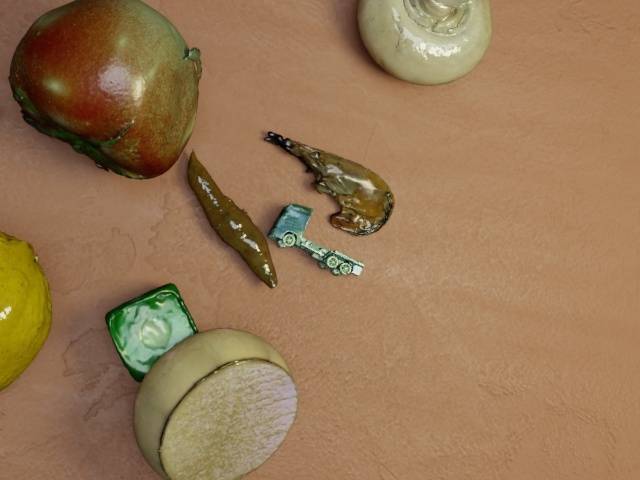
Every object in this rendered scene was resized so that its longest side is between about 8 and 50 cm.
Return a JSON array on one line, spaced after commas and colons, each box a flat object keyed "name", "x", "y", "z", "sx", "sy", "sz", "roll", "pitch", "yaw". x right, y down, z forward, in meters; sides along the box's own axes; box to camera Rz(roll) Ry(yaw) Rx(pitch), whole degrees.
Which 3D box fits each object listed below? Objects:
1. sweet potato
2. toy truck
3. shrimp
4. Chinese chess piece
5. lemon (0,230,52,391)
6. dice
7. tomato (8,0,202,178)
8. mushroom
[{"name": "sweet potato", "x": -0.155, "y": -0.034, "z": 1.623, "sx": 0.067, "sy": 0.067, "sz": 0.274, "roll": -35, "pitch": 94, "yaw": -11}, {"name": "toy truck", "x": 0.000, "y": 0.000, "z": 1.652, "sx": 0.175, "sy": 0.067, "sz": 0.081, "roll": 27, "pitch": 82, "yaw": -10}, {"name": "shrimp", "x": 0.010, "y": -0.098, "z": 1.660, "sx": 0.262, "sy": 0.066, "sz": 0.117, "roll": 24, "pitch": 83, "yaw": -9}, {"name": "Chinese chess piece", "x": -0.166, "y": 0.271, "z": 1.521, "sx": 0.270, "sy": 0.112, "sz": 0.270, "roll": -19, "pitch": 128, "yaw": -26}, {"name": "lemon", "x": -0.557, "y": 0.115, "z": 1.432, "sx": 0.322, "sy": 0.268, "sz": 0.268, "roll": -41, "pitch": 96, "yaw": -9}, {"name": "dice", "x": -0.272, "y": 0.150, "z": 1.561, "sx": 0.130, "sy": 0.120, "sz": 0.128, "roll": -26, "pitch": 95, "yaw": -10}, {"name": "tomato", "x": -0.320, "y": -0.245, "z": 1.480, "sx": 0.303, "sy": 0.303, "sz": 0.239, "roll": 31, "pitch": 78, "yaw": -10}, {"name": "mushroom", "x": 0.188, "y": -0.398, "z": 1.643, "sx": 0.246, "sy": 0.202, "sz": 0.246, "roll": 3, "pitch": 77, "yaw": -11}]
